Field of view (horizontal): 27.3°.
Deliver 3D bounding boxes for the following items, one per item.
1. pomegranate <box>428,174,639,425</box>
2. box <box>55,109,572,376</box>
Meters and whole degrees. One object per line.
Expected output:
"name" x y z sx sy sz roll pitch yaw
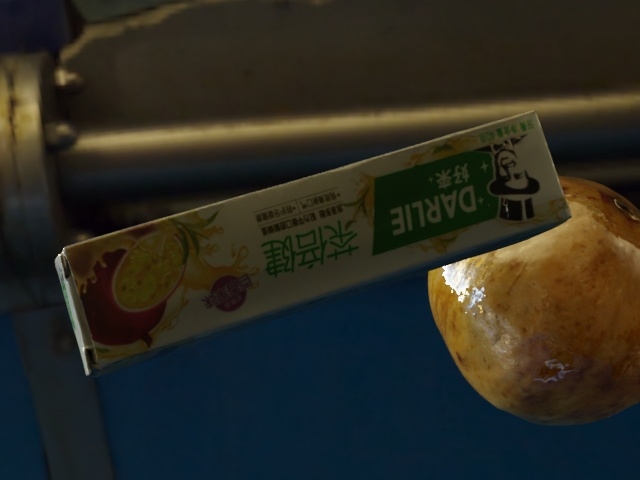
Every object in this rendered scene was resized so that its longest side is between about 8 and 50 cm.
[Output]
"pomegranate" 0.216 0.055 1.226 0.248 0.248 0.248 -2 -148 1
"box" 0.000 0.000 0.523 0.207 0.050 0.041 -17 176 -16
